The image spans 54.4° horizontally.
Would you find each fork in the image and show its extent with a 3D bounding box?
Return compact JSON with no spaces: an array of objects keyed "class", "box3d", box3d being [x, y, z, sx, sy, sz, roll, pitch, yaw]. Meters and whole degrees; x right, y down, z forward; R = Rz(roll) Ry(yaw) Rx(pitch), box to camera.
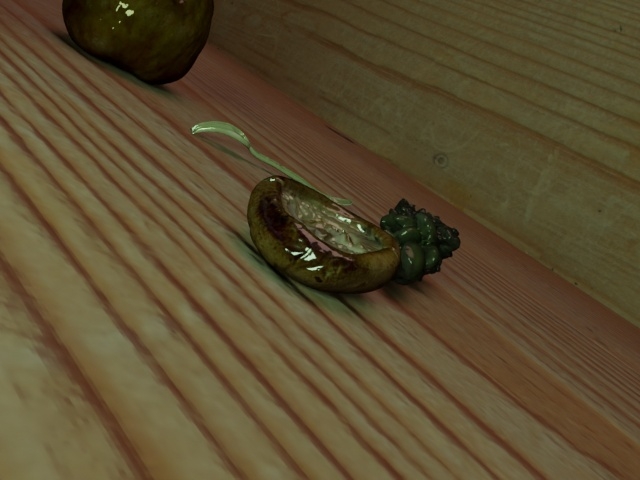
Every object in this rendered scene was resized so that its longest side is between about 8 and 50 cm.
[{"class":"fork","box3d":[-0.049,-0.090,0.740,0.219,0.028,0.034,25,10,-24]}]

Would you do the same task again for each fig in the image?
[{"class":"fig","box3d":[-0.192,-0.332,0.815,0.191,0.290,0.191,52,15,-20]}]

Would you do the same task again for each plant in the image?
[{"class":"plant","box3d":[0.087,0.004,0.591,0.085,0.087,0.174,-2,5,20]}]

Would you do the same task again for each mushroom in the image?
[{"class":"mushroom","box3d":[0.000,0.000,0.448,0.123,0.052,0.123,25,19,-9]}]
